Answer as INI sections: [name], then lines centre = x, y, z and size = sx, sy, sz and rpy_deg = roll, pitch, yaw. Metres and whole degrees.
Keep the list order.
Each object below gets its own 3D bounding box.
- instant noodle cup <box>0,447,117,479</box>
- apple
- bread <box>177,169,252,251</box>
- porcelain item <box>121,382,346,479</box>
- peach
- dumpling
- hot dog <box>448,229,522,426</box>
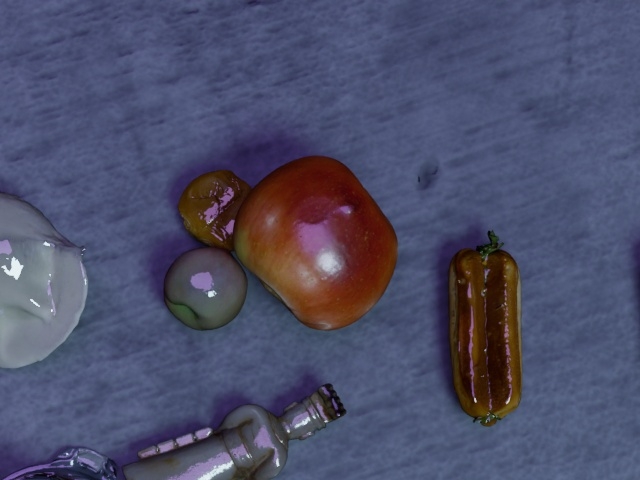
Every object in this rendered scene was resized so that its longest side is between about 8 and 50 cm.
[instant noodle cup]
centre = -0.249, 0.280, 1.361
size = 0.177, 0.125, 0.208
rpy_deg = 2, 73, -1
[apple]
centre = 0.000, 0.000, 1.436
size = 0.163, 0.163, 0.139
rpy_deg = 44, 84, 10
[bread]
centre = -0.096, -0.027, 1.499
size = 0.081, 0.046, 0.083
rpy_deg = -22, 76, -5
[porcelain item]
centre = -0.077, 0.197, 1.428
size = 0.213, 0.054, 0.084
rpy_deg = -26, 79, -8
[peach]
centre = -0.110, 0.045, 1.461
size = 0.083, 0.083, 0.083
rpy_deg = 0, 73, -2
[dumpling]
centre = -0.328, 0.035, 1.447
size = 0.215, 0.126, 0.166
rpy_deg = 16, 100, -6
[hot dog]
centre = 0.158, 0.086, 1.467
size = 0.072, 0.055, 0.188
rpy_deg = 2, 73, -4
